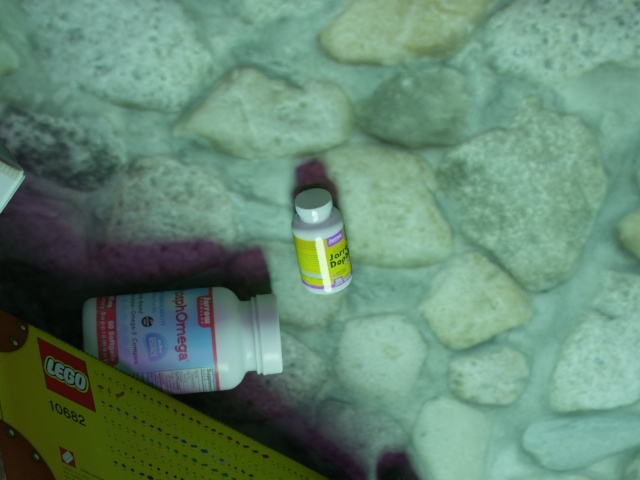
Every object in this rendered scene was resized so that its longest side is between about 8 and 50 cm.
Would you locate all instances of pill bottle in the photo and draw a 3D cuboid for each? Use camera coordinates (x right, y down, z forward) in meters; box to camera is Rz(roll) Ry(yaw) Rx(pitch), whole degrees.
[{"bbox_3d":[-0.114,0.084,1.560,0.160,0.087,0.087,-6,124,-3],"label":"pill bottle"},{"bbox_3d":[0.000,0.000,1.540,0.043,0.043,0.083,-10,125,1],"label":"pill bottle"}]

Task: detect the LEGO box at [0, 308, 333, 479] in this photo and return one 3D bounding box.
[{"bbox_3d":[-0.219,0.306,1.561,0.372,0.193,0.500,-37,135,20],"label":"LEGO box"}]

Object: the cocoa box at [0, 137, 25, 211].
[{"bbox_3d":[-0.410,0.012,1.332,0.228,0.231,0.347,33,92,-23],"label":"cocoa box"}]

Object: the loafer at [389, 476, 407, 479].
[{"bbox_3d":[0.098,0.276,1.738,0.061,0.062,0.170,-29,129,-13],"label":"loafer"}]
